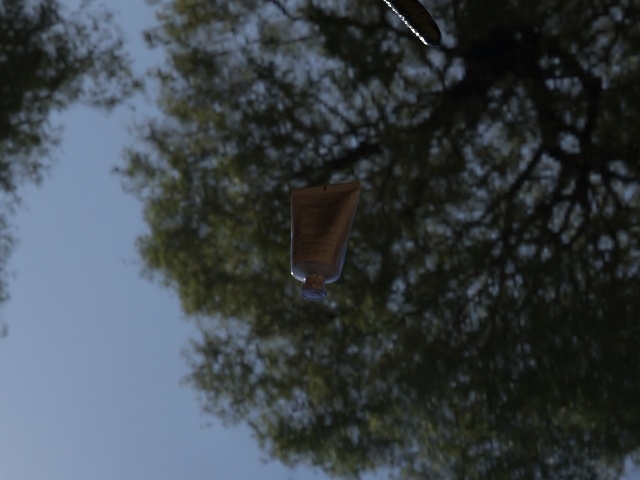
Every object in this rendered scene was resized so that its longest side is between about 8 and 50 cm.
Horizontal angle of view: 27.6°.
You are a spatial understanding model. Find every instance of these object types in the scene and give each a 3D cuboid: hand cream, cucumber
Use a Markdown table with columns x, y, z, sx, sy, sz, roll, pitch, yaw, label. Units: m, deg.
| x | y | z | sx | sy | sz | roll | pitch | yaw | label |
| --- | --- | --- | --- | --- | --- | --- | --- | --- | --- |
| 0.000 | 0.000 | 1.457 | 0.084 | 0.053 | 0.142 | -5 | -123 | 20 | hand cream |
| 0.103 | -0.284 | 1.577 | 0.032 | 0.032 | 0.133 | -33 | -106 | -24 | cucumber |
